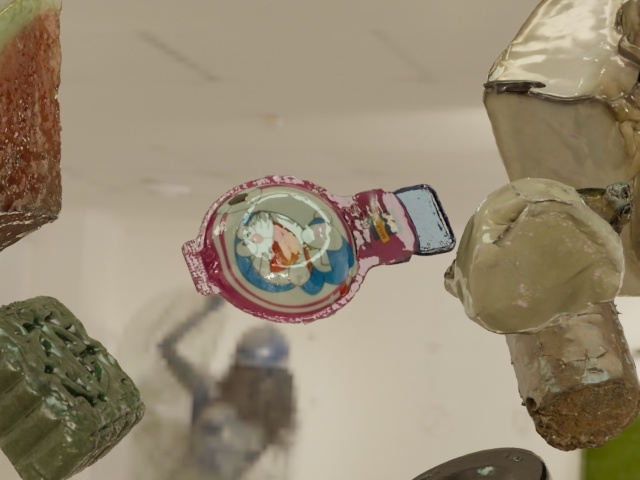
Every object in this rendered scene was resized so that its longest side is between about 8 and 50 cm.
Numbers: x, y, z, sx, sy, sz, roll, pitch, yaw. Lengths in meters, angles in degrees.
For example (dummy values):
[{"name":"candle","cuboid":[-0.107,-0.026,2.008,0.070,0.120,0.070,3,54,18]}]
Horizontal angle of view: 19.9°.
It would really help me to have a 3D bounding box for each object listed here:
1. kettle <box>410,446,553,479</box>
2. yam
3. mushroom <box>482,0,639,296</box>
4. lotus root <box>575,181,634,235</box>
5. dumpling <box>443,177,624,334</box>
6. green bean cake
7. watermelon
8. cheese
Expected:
[{"name":"kettle","cuboid":[0.189,0.413,1.979,0.207,0.290,0.268,-15,16,23]},{"name":"yam","cuboid":[0.275,0.120,2.005,0.128,0.129,0.238,26,28,-24]},{"name":"mushroom","cuboid":[0.391,-0.135,2.382,0.224,0.313,0.397,2,-48,29]},{"name":"lotus root","cuboid":[0.316,-0.024,2.199,0.088,0.088,0.165,8,-16,-35]},{"name":"dumpling","cuboid":[0.174,0.017,1.460,0.136,0.118,0.199,15,-23,-19]},{"name":"green bean cake","cuboid":[-0.285,0.149,1.895,0.094,0.185,0.183,-43,-6,19]},{"name":"watermelon","cuboid":[-0.302,-0.083,1.525,0.176,0.260,0.256,-2,-5,-25]},{"name":"cheese","cuboid":[0.000,0.000,1.606,0.244,0.155,0.062,-11,-29,-17]}]
